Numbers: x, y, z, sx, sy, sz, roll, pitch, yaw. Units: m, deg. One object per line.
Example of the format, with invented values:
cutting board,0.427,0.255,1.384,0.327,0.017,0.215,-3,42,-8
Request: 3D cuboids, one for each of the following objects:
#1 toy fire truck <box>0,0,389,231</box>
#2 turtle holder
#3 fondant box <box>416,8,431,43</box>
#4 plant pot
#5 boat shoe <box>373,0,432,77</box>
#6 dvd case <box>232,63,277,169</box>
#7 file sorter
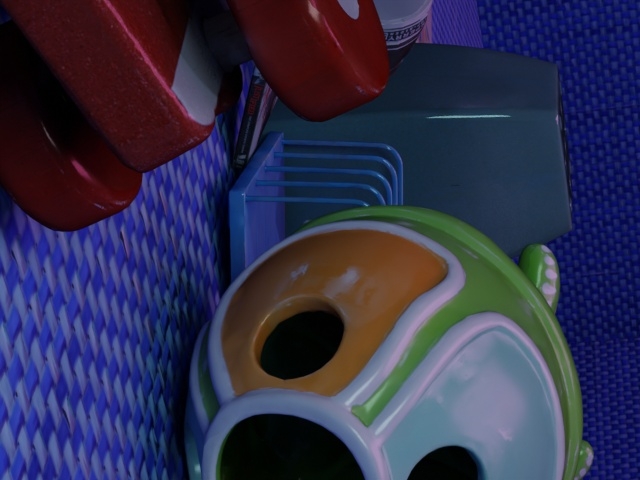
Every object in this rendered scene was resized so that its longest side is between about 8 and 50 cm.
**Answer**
toy fire truck,-0.096,-0.172,0.842,0.254,0.169,0.302,57,22,-29
turtle holder,0.020,0.146,1.149,0.227,0.243,0.320,-38,150,-61
fondant box,0.041,-0.315,1.825,0.330,0.096,0.238,71,17,-50
plant pot,0.081,-0.063,1.505,0.166,0.234,0.166,-78,160,-62
boat shoe,0.006,-0.263,1.487,0.105,0.113,0.306,109,-40,-59
dvd case,-0.037,-0.118,1.332,0.119,0.013,0.087,105,5,-48
file sorter,0.000,0.000,1.342,0.170,0.104,0.118,-64,154,-71
